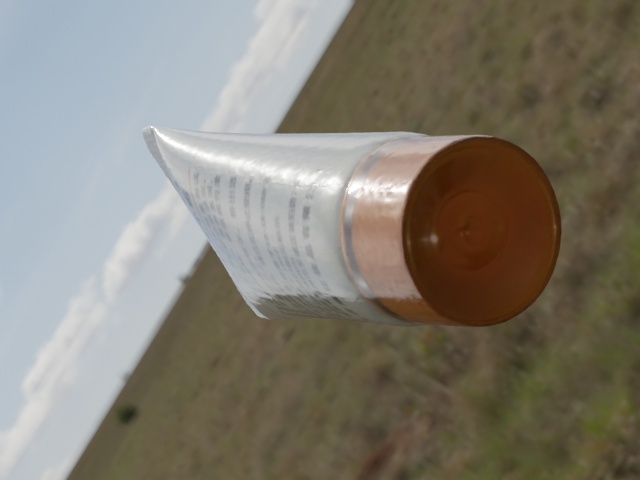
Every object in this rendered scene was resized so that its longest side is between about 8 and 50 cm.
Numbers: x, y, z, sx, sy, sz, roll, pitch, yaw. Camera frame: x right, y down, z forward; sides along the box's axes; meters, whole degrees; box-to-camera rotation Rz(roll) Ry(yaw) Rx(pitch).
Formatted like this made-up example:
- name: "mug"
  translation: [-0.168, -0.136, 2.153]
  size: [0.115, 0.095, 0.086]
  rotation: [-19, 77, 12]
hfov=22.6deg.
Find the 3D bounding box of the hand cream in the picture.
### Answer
- name: "hand cream"
  translation: [0.000, 0.000, 0.834]
  size: [0.089, 0.140, 0.314]
  rotation: [-39, 21, -24]
